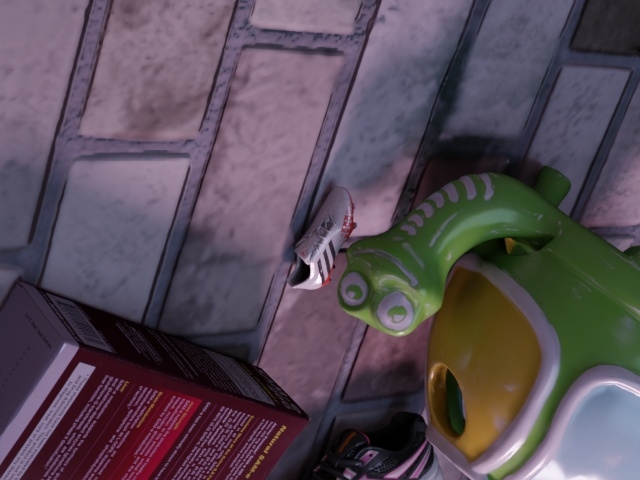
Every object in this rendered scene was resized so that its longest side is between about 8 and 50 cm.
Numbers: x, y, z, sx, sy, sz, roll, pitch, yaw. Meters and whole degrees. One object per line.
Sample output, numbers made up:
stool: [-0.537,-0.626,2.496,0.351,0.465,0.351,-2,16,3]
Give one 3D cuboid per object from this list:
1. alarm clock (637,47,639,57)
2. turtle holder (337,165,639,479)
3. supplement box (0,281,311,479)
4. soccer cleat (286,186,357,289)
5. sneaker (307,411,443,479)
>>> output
alarm clock: [0.341,-0.134,1.139,0.192,0.129,0.064,6,123,-11]
turtle holder: [0.183,0.088,1.063,0.227,0.243,0.320,-53,145,2]
supplement box: [-0.132,0.126,0.961,0.239,0.073,0.130,27,102,-47]
soccer cleat: [0.000,0.000,1.012,0.036,0.029,0.083,-8,130,-42]
sneaker: [0.019,0.191,1.158,0.178,0.072,0.077,-28,124,-33]
